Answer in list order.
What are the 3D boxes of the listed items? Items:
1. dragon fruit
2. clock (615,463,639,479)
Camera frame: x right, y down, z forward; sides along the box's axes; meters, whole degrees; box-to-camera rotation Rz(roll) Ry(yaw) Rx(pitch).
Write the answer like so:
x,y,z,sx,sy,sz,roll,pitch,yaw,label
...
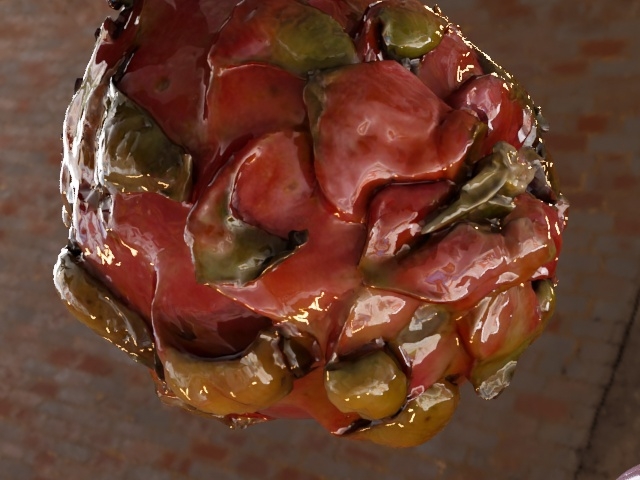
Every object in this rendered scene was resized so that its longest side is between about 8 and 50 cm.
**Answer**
x,y,z,sx,sy,sz,roll,pitch,yaw,label
0.000,0.000,0.735,0.296,0.314,0.263,-57,-143,14,dragon fruit
0.208,0.262,0.715,0.113,0.322,0.295,11,-136,-17,clock
